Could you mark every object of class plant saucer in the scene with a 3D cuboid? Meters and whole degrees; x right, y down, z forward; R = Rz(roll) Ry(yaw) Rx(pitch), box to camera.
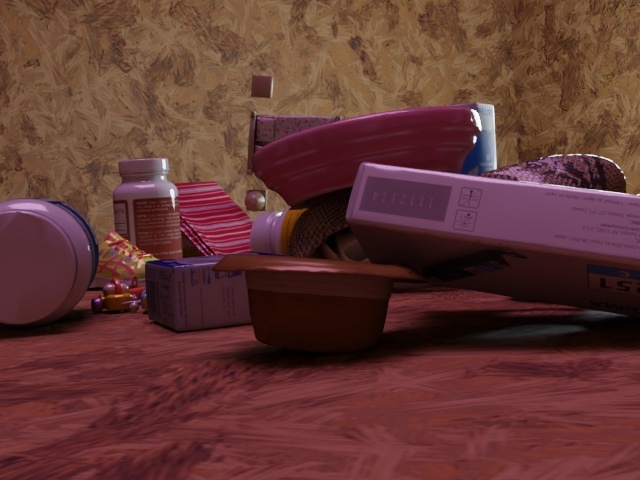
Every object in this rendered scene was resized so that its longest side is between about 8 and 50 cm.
[{"bbox_3d":[0.070,-0.110,1.378,0.332,0.084,0.332,-11,-5,-1],"label":"plant saucer"}]

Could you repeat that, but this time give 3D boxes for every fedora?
[{"bbox_3d":[-0.001,0.055,0.835,0.194,0.079,0.194,4,-2,0],"label":"fedora"}]

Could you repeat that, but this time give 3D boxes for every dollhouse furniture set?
[{"bbox_3d":[-0.007,-0.165,1.988,0.303,0.356,0.174,2,2,2],"label":"dollhouse furniture set"}]

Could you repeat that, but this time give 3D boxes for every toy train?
[{"bbox_3d":[-0.226,0.065,1.254,0.166,0.046,0.125,-2,4,34],"label":"toy train"}]

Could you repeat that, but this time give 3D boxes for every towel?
[{"bbox_3d":[-0.213,-0.039,1.976,0.198,0.031,0.275,-6,42,-48],"label":"towel"}]

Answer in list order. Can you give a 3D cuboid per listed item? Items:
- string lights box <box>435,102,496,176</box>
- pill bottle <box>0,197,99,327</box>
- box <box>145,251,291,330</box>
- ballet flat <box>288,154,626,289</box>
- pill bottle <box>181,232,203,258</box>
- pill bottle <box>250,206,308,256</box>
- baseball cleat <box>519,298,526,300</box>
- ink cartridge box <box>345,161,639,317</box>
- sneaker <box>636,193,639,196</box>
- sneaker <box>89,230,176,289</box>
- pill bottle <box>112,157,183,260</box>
[{"bbox_3d":[0.210,-0.083,1.536,0.133,0.260,0.076,-2,3,33],"label":"string lights box"},{"bbox_3d":[-0.350,0.024,1.161,0.153,0.153,0.264,-4,3,-10],"label":"pill bottle"},{"bbox_3d":[-0.114,0.054,1.075,0.137,0.072,0.126,-4,3,-24],"label":"box"},{"bbox_3d":[0.193,0.000,1.314,0.482,0.164,0.182,-9,24,5],"label":"ballet flat"},{"bbox_3d":[-0.312,-0.006,2.062,0.208,0.118,0.117,-5,3,-8],"label":"pill bottle"},{"bbox_3d":[0.000,0.000,1.547,0.208,0.119,0.119,-2,3,25],"label":"pill bottle"},{"bbox_3d":[0.263,0.029,1.142,0.109,0.072,0.206,-10,-1,1],"label":"baseball cleat"},{"bbox_3d":[0.197,0.024,0.889,0.296,0.066,0.261,9,-19,20],"label":"ink cartridge box"},{"bbox_3d":[0.441,-0.004,1.447,0.299,0.111,0.121,-8,12,14],"label":"sneaker"},{"bbox_3d":[-0.323,0.032,1.564,0.208,0.094,0.081,-1,2,20],"label":"sneaker"},{"bbox_3d":[-0.319,-0.041,1.769,0.121,0.216,0.121,-3,3,0],"label":"pill bottle"}]
